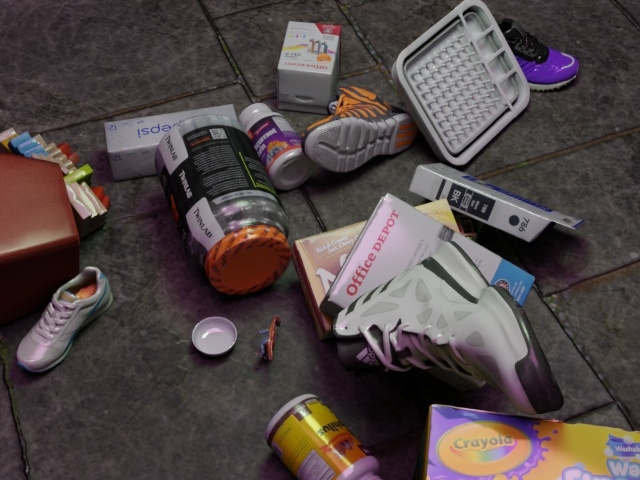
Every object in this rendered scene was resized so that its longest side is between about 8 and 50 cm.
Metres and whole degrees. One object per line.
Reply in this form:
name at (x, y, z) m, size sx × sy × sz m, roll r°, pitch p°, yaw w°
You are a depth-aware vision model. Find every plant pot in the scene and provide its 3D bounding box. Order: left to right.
plant pot at (-0.583, -0.010, 1.713) m, size 0.235 × 0.267 × 0.267 m, roll -12°, pitch 62°, yaw -21°

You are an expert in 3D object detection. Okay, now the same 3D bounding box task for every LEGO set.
LEGO set at (0.001, 0.002, 1.873) m, size 0.083 × 0.023 × 0.054 m, roll 19°, pitch 54°, yaw -2°

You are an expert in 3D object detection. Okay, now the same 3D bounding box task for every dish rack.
dish rack at (0.304, -0.349, 2.047) m, size 0.333 × 0.286 × 0.072 m, roll -42°, pitch 19°, yaw -31°

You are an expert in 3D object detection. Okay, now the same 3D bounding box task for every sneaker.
sneaker at (-0.481, 0.143, 1.705) m, size 0.087 × 0.092 × 0.229 m, roll 25°, pitch 56°, yaw 17°
sneaker at (0.047, -0.247, 2.000) m, size 0.321 × 0.125 × 0.180 m, roll -12°, pitch 39°, yaw -42°
sneaker at (0.167, 0.169, 1.355) m, size 0.257 × 0.169 × 0.447 m, roll -28°, pitch 21°, yaw -1°
sneaker at (0.465, -0.445, 2.159) m, size 0.293 × 0.146 × 0.102 m, roll 8°, pitch 50°, yaw 7°

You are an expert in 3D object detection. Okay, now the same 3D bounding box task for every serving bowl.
serving bowl at (-0.196, 0.183, 1.714) m, size 0.083 × 0.027 × 0.083 m, roll 0°, pitch 51°, yaw 0°

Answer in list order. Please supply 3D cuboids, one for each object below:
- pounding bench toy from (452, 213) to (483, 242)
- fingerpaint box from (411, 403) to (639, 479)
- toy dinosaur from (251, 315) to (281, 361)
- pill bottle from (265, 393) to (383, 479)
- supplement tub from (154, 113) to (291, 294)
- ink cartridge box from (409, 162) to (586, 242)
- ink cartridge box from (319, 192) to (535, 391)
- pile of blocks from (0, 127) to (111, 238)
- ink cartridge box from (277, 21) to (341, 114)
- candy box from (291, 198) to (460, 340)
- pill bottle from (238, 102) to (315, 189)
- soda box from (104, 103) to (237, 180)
pounding bench toy at (0.297, -0.014, 1.864) m, size 0.083 × 0.052 × 0.065 m, roll -5°, pitch 51°, yaw -5°
fingerpaint box at (0.355, 0.396, 1.312) m, size 0.444 × 0.371 × 0.163 m, roll 7°, pitch 60°, yaw 4°
toy dinosaur at (-0.087, 0.180, 1.695) m, size 0.090 × 0.047 × 0.082 m, roll 16°, pitch 76°, yaw 50°
pill bottle at (0.015, 0.362, 1.510) m, size 0.117 × 0.117 × 0.215 m, roll -33°, pitch 58°, yaw -24°
supplement tub at (-0.189, -0.072, 1.809) m, size 0.207 × 0.207 × 0.338 m, roll -16°, pitch 52°, yaw -13°
ink cartridge box at (0.356, -0.068, 1.848) m, size 0.332 × 0.065 × 0.165 m, roll 24°, pitch 14°, yaw 20°
ink cartridge box at (0.185, 0.094, 1.632) m, size 0.307 × 0.129 × 0.223 m, roll 30°, pitch 74°, yaw -1°
pile of blocks at (-0.545, -0.158, 1.916) m, size 0.112 × 0.149 × 0.362 m, roll -35°, pitch 59°, yaw -27°
ink cartridge box at (-0.025, -0.399, 2.131) m, size 0.128 × 0.127 × 0.176 m, roll 6°, pitch 52°, yaw 4°
candy box at (0.121, 0.053, 1.752) m, size 0.316 × 0.087 × 0.183 m, roll -16°, pitch 73°, yaw -13°
pill bottle at (-0.101, -0.208, 1.986) m, size 0.108 × 0.108 × 0.193 m, roll -23°, pitch 54°, yaw -18°
soda box at (-0.318, -0.213, 1.999) m, size 0.286 × 0.091 × 0.098 m, roll -10°, pitch 50°, yaw -9°
